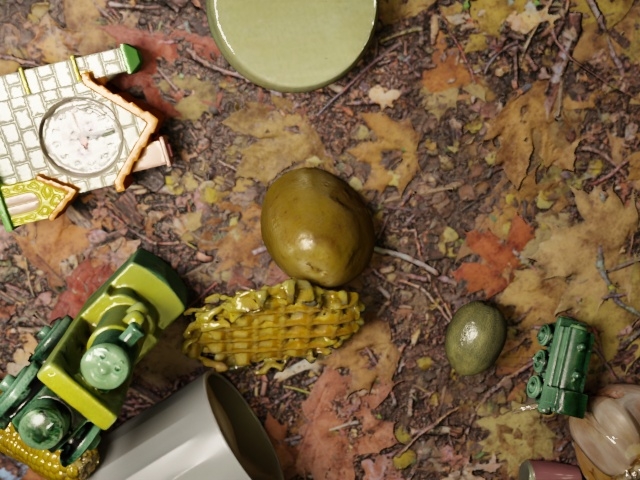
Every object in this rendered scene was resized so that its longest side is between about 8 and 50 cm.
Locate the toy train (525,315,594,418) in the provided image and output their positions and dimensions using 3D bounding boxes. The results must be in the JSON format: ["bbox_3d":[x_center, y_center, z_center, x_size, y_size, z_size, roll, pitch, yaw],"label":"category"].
[{"bbox_3d":[0.404,0.210,1.202,0.071,0.111,0.170,17,82,-13],"label":"toy train"}]

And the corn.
[{"bbox_3d":[-0.450,0.285,1.098,0.313,0.102,0.101,14,105,27],"label":"corn"}]

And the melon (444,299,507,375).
[{"bbox_3d":[0.256,0.162,1.197,0.098,0.098,0.130,19,98,-9],"label":"melon"}]

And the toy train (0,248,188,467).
[{"bbox_3d":[-0.307,0.155,1.005,0.237,0.369,0.150,-45,104,3],"label":"toy train"}]

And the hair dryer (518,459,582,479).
[{"bbox_3d":[0.403,0.471,1.318,0.106,0.054,0.154,9,113,-12],"label":"hair dryer"}]

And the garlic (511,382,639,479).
[{"bbox_3d":[0.464,0.344,1.213,0.257,0.207,0.207,6,103,1],"label":"garlic"}]

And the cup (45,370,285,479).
[{"bbox_3d":[-0.231,0.420,1.117,0.327,0.237,0.322,-33,63,2],"label":"cup"}]

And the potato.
[{"bbox_3d":[0.000,0.000,1.108,0.178,0.158,0.203,-21,109,1],"label":"potato"}]

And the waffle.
[{"bbox_3d":[-0.071,0.141,1.126,0.280,0.060,0.262,-34,139,29],"label":"waffle"}]

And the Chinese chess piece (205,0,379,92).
[{"bbox_3d":[-0.040,-0.340,1.044,0.250,0.101,0.250,-1,104,-5],"label":"Chinese chess piece"}]

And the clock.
[{"bbox_3d":[-0.359,-0.156,1.058,0.255,0.106,0.219,-15,105,-2],"label":"clock"}]
